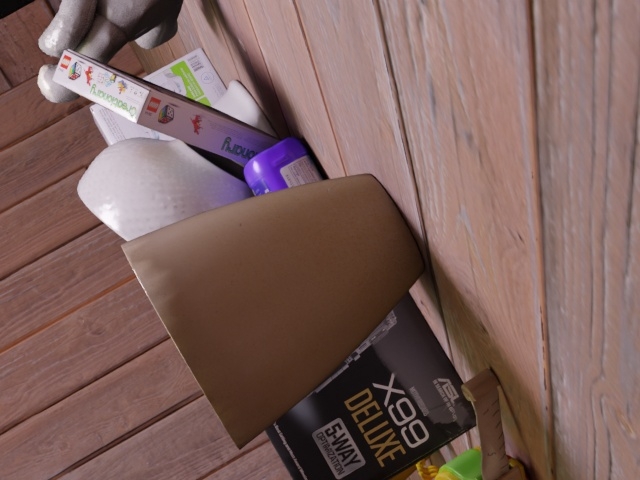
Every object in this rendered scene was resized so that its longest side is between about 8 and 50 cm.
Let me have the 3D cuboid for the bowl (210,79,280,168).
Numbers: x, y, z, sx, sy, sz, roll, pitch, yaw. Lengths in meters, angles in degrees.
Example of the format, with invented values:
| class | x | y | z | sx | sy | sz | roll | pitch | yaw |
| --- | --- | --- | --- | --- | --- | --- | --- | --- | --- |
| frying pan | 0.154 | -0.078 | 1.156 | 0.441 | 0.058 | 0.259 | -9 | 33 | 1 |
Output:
| class | x | y | z | sx | sy | sz | roll | pitch | yaw |
| --- | --- | --- | --- | --- | --- | --- | --- | --- | --- |
| bowl | -0.121 | -0.099 | 2.231 | 0.298 | 0.134 | 0.298 | 59 | 173 | 11 |

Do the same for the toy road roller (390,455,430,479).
| class | x | y | z | sx | sy | sz | roll | pitch | yaw |
| --- | --- | --- | --- | --- | --- | --- | --- | --- | --- |
| toy road roller | 0.056 | 0.295 | 2.387 | 0.240 | 0.202 | 0.329 | 33 | 160 | 51 |

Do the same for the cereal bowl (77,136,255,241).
| class | x | y | z | sx | sy | sz | roll | pitch | yaw |
| --- | --- | --- | --- | --- | --- | --- | --- | --- | --- |
| cereal bowl | -0.168 | -0.049 | 1.982 | 0.339 | 0.141 | 0.339 | 31 | -173 | -4 |

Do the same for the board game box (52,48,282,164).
| class | x | y | z | sx | sy | sz | roll | pitch | yaw |
| --- | --- | --- | --- | --- | --- | --- | --- | --- | --- |
| board game box | -0.197 | -0.173 | 1.917 | 0.193 | 0.053 | 0.305 | 28 | -174 | 40 |

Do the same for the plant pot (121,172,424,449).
| class | x | y | z | sx | sy | sz | roll | pitch | yaw |
| --- | --- | --- | --- | --- | --- | --- | --- | --- | --- |
| plant pot | -0.035 | 0.048 | 1.505 | 0.256 | 0.274 | 0.256 | 59 | 173 | 11 |

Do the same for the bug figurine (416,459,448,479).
| class | x | y | z | sx | sy | sz | roll | pitch | yaw |
| --- | --- | --- | --- | --- | --- | --- | --- | --- | --- |
| bug figurine | 0.143 | 0.275 | 2.104 | 0.279 | 0.072 | 0.216 | 57 | -178 | -17 |

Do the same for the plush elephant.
| class | x | y | z | sx | sy | sz | roll | pitch | yaw |
| --- | --- | --- | --- | --- | --- | --- | --- | --- | --- |
| plush elephant | -0.327 | -0.399 | 1.938 | 0.255 | 0.272 | 0.330 | 47 | 145 | 2 |

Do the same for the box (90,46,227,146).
| class | x | y | z | sx | sy | sz | roll | pitch | yaw |
| --- | --- | --- | --- | --- | --- | --- | --- | --- | --- |
| box | -0.244 | -0.168 | 2.457 | 0.262 | 0.231 | 0.127 | 58 | 174 | 15 |

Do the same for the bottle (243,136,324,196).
| class | x | y | z | sx | sy | sz | roll | pitch | yaw |
| --- | --- | --- | --- | --- | --- | --- | --- | --- | --- |
| bottle | 0.000 | 0.000 | 1.868 | 0.283 | 0.092 | 0.118 | 60 | 172 | 3 |

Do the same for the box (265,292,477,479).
| class | x | y | z | sx | sy | sz | roll | pitch | yaw |
| --- | --- | --- | --- | --- | --- | --- | --- | --- | --- |
| box | 0.021 | 0.156 | 1.724 | 0.307 | 0.242 | 0.076 | 60 | 174 | 8 |

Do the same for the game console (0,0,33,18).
| class | x | y | z | sx | sy | sz | roll | pitch | yaw |
| --- | --- | --- | --- | --- | --- | --- | --- | --- | --- |
| game console | -0.305 | -0.375 | 1.646 | 0.173 | 0.293 | 0.250 | 56 | 173 | 37 |

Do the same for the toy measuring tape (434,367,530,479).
| class | x | y | z | sx | sy | sz | roll | pitch | yaw |
| --- | --- | --- | --- | --- | --- | --- | --- | --- | --- |
| toy measuring tape | 0.175 | 0.253 | 1.573 | 0.121 | 0.121 | 0.330 | -127 | 17 | -50 |
